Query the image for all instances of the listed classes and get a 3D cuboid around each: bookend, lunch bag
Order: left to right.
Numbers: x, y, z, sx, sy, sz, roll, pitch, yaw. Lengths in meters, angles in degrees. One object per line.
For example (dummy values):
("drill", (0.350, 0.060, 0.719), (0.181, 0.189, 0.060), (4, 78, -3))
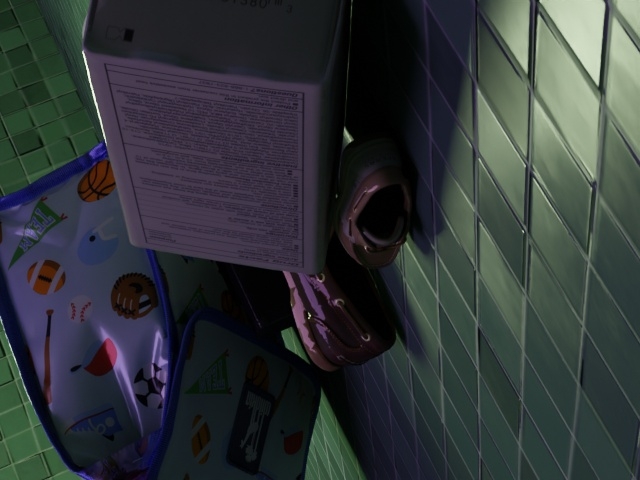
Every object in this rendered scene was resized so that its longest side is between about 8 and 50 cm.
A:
("lunch bag", (-0.166, 0.130, 1.894), (0.328, 0.239, 0.385), (37, -151, -57))
("bookend", (-0.056, 0.032, 1.755), (0.156, 0.072, 0.157), (87, 158, -67))

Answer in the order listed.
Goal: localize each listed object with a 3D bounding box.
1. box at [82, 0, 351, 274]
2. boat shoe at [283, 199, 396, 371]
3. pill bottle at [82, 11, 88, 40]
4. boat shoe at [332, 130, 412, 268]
("box", (-0.057, -0.092, 1.123), (0.311, 0.148, 0.121), (96, -177, -69))
("boat shoe", (0.000, 0.000, 1.395), (0.073, 0.073, 0.207), (-25, 91, 44))
("pill bottle", (-0.141, -0.146, 1.676), (0.121, 0.121, 0.221), (78, 166, -48))
("boat shoe", (0.036, -0.015, 1.165), (0.135, 0.050, 0.045), (82, 169, -57))
